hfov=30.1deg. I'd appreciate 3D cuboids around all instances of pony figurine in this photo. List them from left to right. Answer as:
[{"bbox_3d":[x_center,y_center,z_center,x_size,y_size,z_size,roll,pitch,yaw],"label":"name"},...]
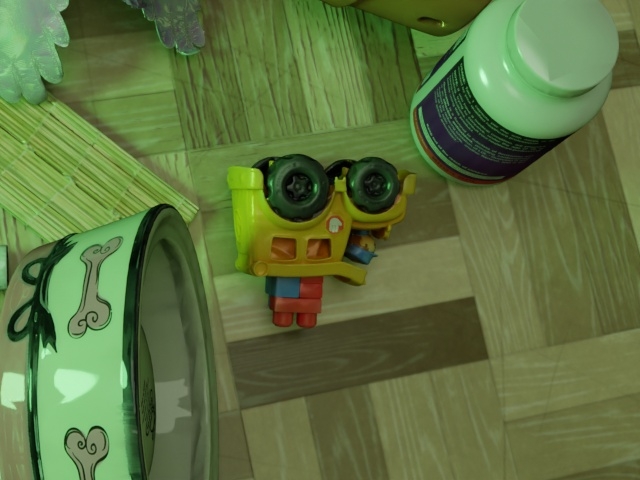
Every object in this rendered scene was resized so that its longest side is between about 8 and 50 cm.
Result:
[{"bbox_3d":[-0.275,-0.369,1.396,0.303,0.363,0.351,-22,96,-29],"label":"pony figurine"}]

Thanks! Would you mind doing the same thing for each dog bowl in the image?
[{"bbox_3d":[-0.214,0.169,1.249,0.150,0.408,0.408,-5,78,4],"label":"dog bowl"}]

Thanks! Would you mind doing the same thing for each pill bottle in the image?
[{"bbox_3d":[0.236,-0.188,1.455,0.181,0.323,0.181,3,77,-12],"label":"pill bottle"}]

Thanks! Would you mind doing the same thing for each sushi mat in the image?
[{"bbox_3d":[-0.313,-0.075,1.460,0.316,0.019,0.151,38,71,-3],"label":"sushi mat"}]

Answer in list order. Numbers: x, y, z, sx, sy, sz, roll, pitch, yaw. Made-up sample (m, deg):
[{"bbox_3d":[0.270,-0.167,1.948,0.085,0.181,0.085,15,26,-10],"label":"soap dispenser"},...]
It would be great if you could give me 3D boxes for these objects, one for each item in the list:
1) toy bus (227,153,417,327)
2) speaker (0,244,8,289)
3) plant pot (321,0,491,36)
[{"bbox_3d":[0.000,0.000,1.461,0.220,0.149,0.211,-1,91,-16],"label":"toy bus"},{"bbox_3d":[-0.434,0.033,1.389,0.136,0.055,0.055,-1,78,-13],"label":"speaker"},{"bbox_3d":[0.123,-0.395,1.518,0.203,0.291,0.291,30,72,-23],"label":"plant pot"}]
